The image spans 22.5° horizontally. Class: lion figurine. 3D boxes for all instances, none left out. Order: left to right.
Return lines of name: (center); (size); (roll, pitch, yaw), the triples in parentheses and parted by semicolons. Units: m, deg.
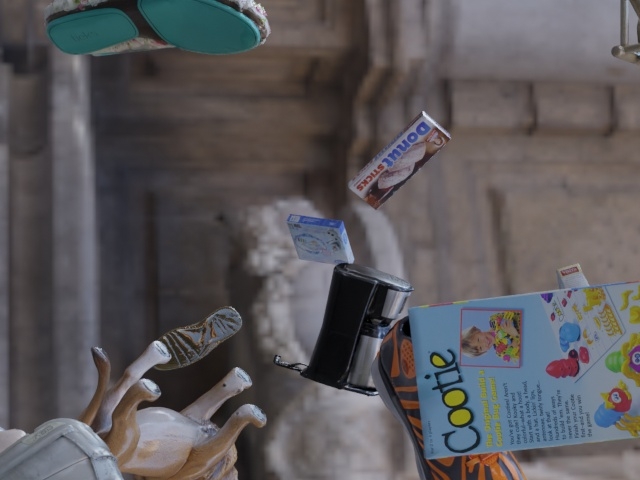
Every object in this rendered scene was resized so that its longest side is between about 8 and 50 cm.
lion figurine: (-0.220, 0.260, 2.062); (0.240, 0.392, 0.142); (-44, -132, 16)

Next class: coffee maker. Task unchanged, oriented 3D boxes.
coffee maker: (0.037, 0.127, 2.417); (0.120, 0.171, 0.178); (-140, -117, -74)

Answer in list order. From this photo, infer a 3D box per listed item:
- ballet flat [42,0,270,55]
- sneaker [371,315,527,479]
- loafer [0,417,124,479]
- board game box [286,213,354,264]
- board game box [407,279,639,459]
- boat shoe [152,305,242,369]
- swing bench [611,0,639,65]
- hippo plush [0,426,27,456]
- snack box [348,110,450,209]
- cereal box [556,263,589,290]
ballet flat: (-0.143, -0.212, 1.431); (0.077, 0.241, 0.091); (-65, 144, -33)
sneaker: (0.182, 0.234, 2.102); (0.321, 0.125, 0.180); (52, -27, 18)
loafer: (-0.315, 0.292, 1.449); (0.111, 0.319, 0.112); (49, -4, 23)
board game box: (0.000, 0.000, 2.490); (0.090, 0.090, 0.020); (73, 33, -45)
board game box: (0.232, 0.116, 1.508); (0.142, 0.275, 0.144); (14, 70, -81)
boat shoe: (-0.174, 0.141, 2.192); (0.056, 0.152, 0.049); (58, -34, 12)
swing bench: (0.610, -0.325, 2.456); (0.255, 0.253, 0.165); (32, 56, -48)
hippo plush: (-0.421, 0.347, 2.081); (0.236, 0.234, 0.294); (-5, 85, -79)
snack box: (0.129, -0.130, 2.629); (0.178, 0.064, 0.022); (-44, -162, 21)
cereal box: (0.456, 0.177, 2.687); (0.240, 0.047, 0.173); (-105, 179, -50)
